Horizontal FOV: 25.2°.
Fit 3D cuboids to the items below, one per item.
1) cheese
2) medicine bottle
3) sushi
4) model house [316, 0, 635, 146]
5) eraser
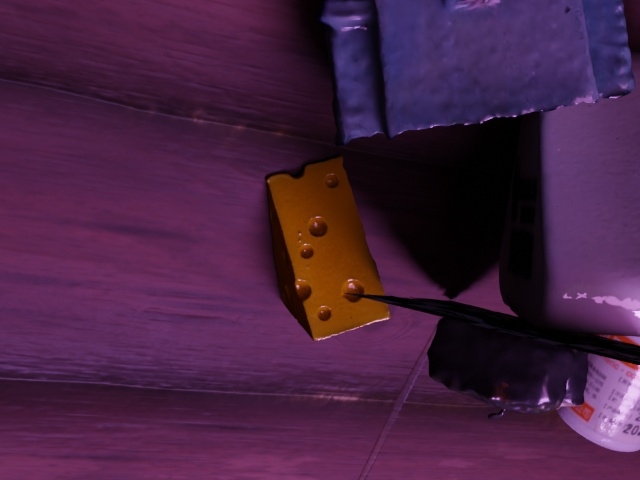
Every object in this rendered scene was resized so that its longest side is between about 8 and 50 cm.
[{"bbox_3d":[0.000,0.000,1.556,0.093,0.126,0.171,-16,111,-13],"label":"cheese"},{"bbox_3d":[0.414,0.138,1.855,0.144,0.144,0.252,9,116,-35],"label":"medicine bottle"},{"bbox_3d":[0.211,0.140,1.533,0.373,0.296,0.100,9,94,-69],"label":"sushi"},{"bbox_3d":[0.134,-0.279,1.359,0.295,0.252,0.329,-9,103,4],"label":"model house"},{"bbox_3d":[0.289,-0.011,1.602,0.150,0.331,0.331,2,126,1],"label":"eraser"}]
